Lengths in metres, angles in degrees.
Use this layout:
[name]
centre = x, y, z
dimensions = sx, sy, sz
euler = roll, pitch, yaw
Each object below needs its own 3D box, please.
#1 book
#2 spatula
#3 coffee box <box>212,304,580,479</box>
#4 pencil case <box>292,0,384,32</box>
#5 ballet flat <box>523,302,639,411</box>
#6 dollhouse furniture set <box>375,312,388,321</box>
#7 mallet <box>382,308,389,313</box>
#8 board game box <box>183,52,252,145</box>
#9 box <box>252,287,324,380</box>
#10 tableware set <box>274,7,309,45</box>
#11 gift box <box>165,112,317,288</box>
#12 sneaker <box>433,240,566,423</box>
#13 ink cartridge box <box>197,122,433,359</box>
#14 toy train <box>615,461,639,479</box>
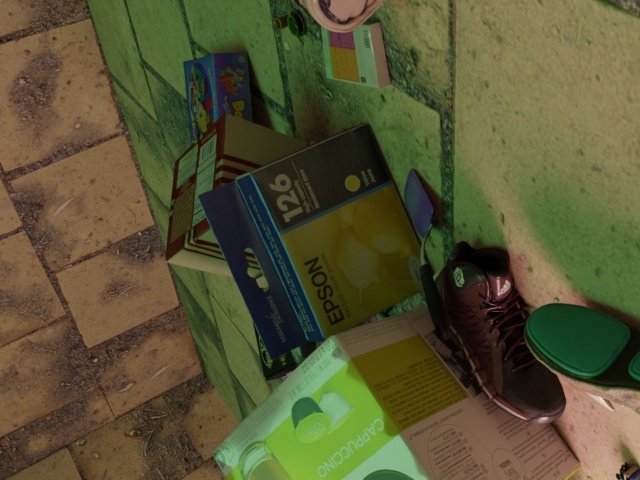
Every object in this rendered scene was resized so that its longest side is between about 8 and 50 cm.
[book]
centre = 0.051, -0.295, 1.202
dimensions = 0.144, 0.035, 0.096
euler = 32, 140, 55
[spatula]
centre = 0.162, 0.024, 1.172
dimensions = 0.084, 0.030, 0.297
euler = 100, 169, -52
[coffee box]
centre = 0.115, 0.337, 1.185
dimensions = 0.338, 0.338, 0.334
euler = -48, 66, 32
[pencil case]
centre = -0.049, -0.450, 1.076
dimensions = 0.410, 0.160, 0.183
euler = 49, 170, 36
[ballet flat]
centre = 0.364, 0.162, 0.894
dimensions = 0.106, 0.107, 0.316
euler = 58, 164, -25
[dollhouse furniture set]
centre = 0.035, 0.287, 1.549
dimensions = 0.151, 0.301, 0.198
euler = 40, 150, 45
[mallet]
centre = 0.142, 0.106, 1.466
dimensions = 0.062, 0.039, 0.190
euler = 51, 161, 26
[board game box]
centre = -0.226, -0.237, 1.740
dimensions = 0.233, 0.078, 0.347
euler = -161, 65, -64
[box]
centre = -0.084, 0.097, 1.736
dimensions = 0.318, 0.097, 0.395
euler = 143, 118, -63
[tableware set]
centre = -0.056, -0.415, 1.328
dimensions = 0.104, 0.024, 0.154
euler = 57, 159, 19
[gift box]
centre = -0.115, -0.083, 1.442
dimensions = 0.255, 0.258, 0.276
euler = -24, 55, 52
[sneaker]
centre = 0.256, 0.117, 1.095
dimensions = 0.281, 0.106, 0.163
euler = 53, 154, 29
[ink cartridge box]
centre = 0.000, 0.000, 1.280
dimensions = 0.304, 0.307, 0.072
euler = 66, 160, -7
[toy train]
centre = 0.440, 0.374, 1.062
dimensions = 0.036, 0.027, 0.158
euler = 13, 127, 60
